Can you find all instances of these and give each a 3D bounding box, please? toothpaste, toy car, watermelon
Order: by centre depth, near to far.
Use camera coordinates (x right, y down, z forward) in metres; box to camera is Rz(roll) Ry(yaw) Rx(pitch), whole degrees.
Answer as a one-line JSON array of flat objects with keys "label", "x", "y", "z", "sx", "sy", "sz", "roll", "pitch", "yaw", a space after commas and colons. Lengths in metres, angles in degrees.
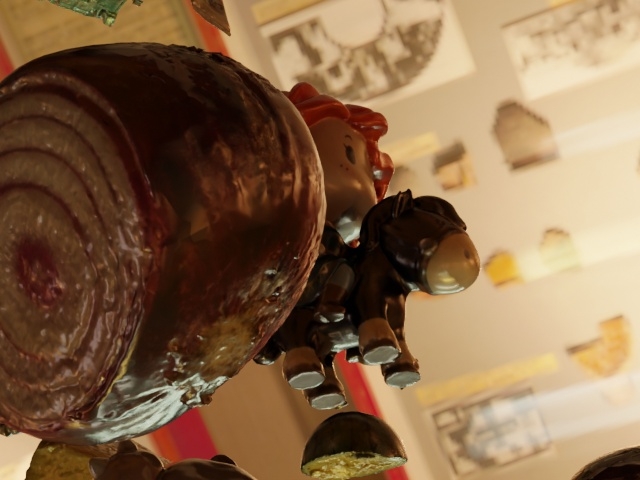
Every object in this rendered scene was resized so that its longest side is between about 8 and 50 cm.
[{"label": "watermelon", "x": 0.030, "y": 0.199, "z": 1.475, "sx": 0.105, "sy": 0.062, "sz": 0.105, "roll": -7, "pitch": 159, "yaw": -3}, {"label": "toy car", "x": -0.223, "y": -0.261, "z": 1.492, "sx": 0.093, "sy": 0.058, "sz": 0.186, "roll": 19, "pitch": 168, "yaw": -18}, {"label": "toothpaste", "x": -0.211, "y": -0.464, "z": 2.460, "sx": 0.066, "sy": 0.100, "sz": 0.323, "roll": -32, "pitch": -127, "yaw": 19}]

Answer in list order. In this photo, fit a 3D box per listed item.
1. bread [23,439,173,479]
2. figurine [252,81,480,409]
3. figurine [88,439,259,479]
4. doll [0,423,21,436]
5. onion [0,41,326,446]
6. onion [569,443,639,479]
[{"label": "bread", "x": -0.213, "y": 0.425, "z": 1.994, "sx": 0.362, "sy": 0.233, "sz": 0.245, "roll": 23, "pitch": 180, "yaw": 17}, {"label": "figurine", "x": 0.008, "y": 0.002, "z": 1.777, "sx": 0.306, "sy": 0.241, "sz": 0.412, "roll": -52, "pitch": -134, "yaw": 8}, {"label": "figurine", "x": -0.070, "y": 0.337, "z": 1.545, "sx": 0.380, "sy": 0.248, "sz": 0.203, "roll": 7, "pitch": -178, "yaw": -28}, {"label": "doll", "x": -0.399, "y": 0.107, "z": 2.038, "sx": 0.378, "sy": 0.252, "sz": 0.382, "roll": -48, "pitch": 164, "yaw": 15}, {"label": "onion", "x": -0.140, "y": -0.006, "z": 1.223, "sx": 0.282, "sy": 0.336, "sz": 0.260, "roll": 38, "pitch": -150, "yaw": 29}, {"label": "onion", "x": 0.360, "y": 0.291, "z": 1.508, "sx": 0.272, "sy": 0.195, "sz": 0.272, "roll": -2, "pitch": -146, "yaw": 2}]
